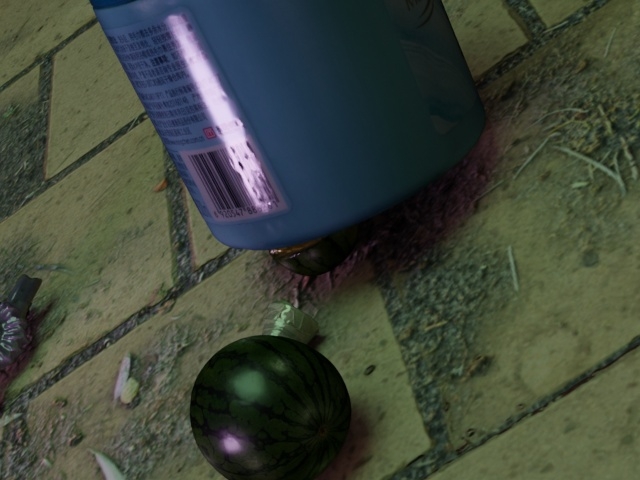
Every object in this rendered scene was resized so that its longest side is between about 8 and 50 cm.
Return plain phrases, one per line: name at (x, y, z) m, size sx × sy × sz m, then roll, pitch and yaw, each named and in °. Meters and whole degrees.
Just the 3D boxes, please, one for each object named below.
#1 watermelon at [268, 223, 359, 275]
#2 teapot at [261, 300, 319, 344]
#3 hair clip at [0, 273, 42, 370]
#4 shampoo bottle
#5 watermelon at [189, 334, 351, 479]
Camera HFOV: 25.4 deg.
watermelon at (0.000, 0.000, 1.497) m, size 0.105 × 0.062 × 0.105 m, roll -30°, pitch 20°, yaw 12°
teapot at (-0.043, 0.110, 1.419) m, size 0.083 × 0.057 × 0.067 m, roll -62°, pitch -2°, yaw -26°
hair clip at (-0.429, 0.162, 1.767) m, size 0.106 × 0.084 × 0.292 m, roll 17°, pitch 54°, yaw 5°
shampoo bottle at (-0.037, -0.208, 1.463) m, size 0.331 × 0.343 × 0.331 m, roll -22°, pitch 18°, yaw 8°
watermelon at (-0.059, 0.155, 1.286) m, size 0.187 × 0.141 × 0.141 m, roll 2°, pitch 51°, yaw 48°
